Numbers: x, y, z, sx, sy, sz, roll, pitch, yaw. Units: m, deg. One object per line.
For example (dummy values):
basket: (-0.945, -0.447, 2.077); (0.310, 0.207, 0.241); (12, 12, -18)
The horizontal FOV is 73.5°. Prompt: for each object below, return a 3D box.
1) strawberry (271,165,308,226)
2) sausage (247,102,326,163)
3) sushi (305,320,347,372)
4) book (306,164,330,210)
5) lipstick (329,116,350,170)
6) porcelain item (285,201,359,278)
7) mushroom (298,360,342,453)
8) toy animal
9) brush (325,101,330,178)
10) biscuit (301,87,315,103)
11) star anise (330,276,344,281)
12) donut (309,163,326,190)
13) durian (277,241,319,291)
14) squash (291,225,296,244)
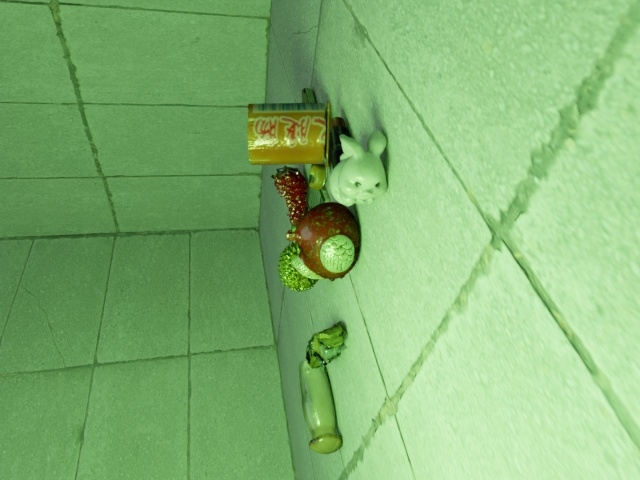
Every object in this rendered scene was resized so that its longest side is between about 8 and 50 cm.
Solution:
strawberry: (-0.106, -0.212, 2.033); (0.233, 0.138, 0.306); (-77, -36, -70)
sausage: (-0.123, -0.398, 1.605); (0.233, 0.287, 0.233); (178, 90, -84)
sushi: (0.031, 0.393, 1.589); (0.131, 0.139, 0.291); (55, 153, 28)
book: (-0.014, -0.168, 1.801); (0.264, 0.027, 0.202); (-108, 20, -46)
lipstick: (0.070, -0.271, 1.334); (0.081, 0.081, 0.299); (108, 161, -55)
porcelain item: (0.000, 0.000, 1.362); (0.253, 0.253, 0.253); (177, 90, -76)
mushroom: (-0.014, 0.651, 1.755); (0.407, 0.137, 0.154); (-111, 34, -44)
toy animal: (0.099, -0.183, 1.138); (0.193, 0.127, 0.178); (120, 146, -70)
brush: (0.026, -0.353, 1.502); (0.314, 0.017, 0.090); (90, 180, -54)
biscuit: (-0.051, -0.525, 1.839); (0.147, 0.046, 0.250); (-152, 59, -75)
star anise: (0.030, 0.055, 1.520); (0.070, 0.097, 0.190); (-38, 55, 55)
donut: (-0.012, -0.255, 1.697); (0.097, 0.043, 0.108); (-31, 57, 58)
durian: (-0.075, 0.101, 1.684); (0.237, 0.176, 0.200); (-57, -55, -77)
squash: (-0.110, 0.001, 2.146); (0.077, 0.068, 0.219); (-15, -79, -88)
